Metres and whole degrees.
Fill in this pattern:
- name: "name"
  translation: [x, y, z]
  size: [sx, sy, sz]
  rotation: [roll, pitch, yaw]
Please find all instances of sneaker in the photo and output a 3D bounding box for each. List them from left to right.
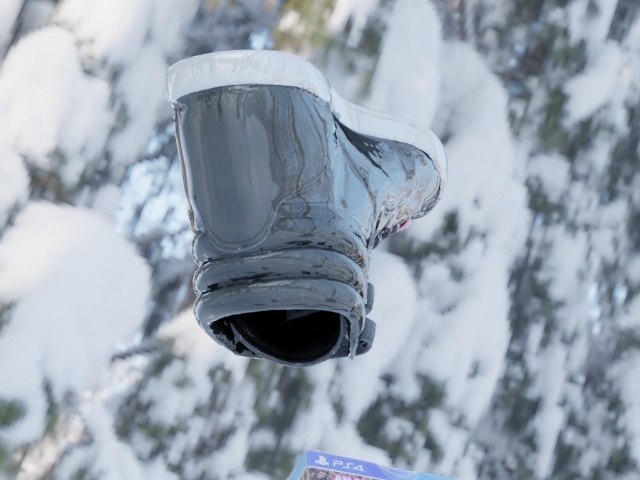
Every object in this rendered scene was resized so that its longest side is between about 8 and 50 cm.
- name: "sneaker"
  translation: [-0.001, 0.000, 0.907]
  size: [0.104, 0.147, 0.296]
  rotation: [-6, -10, 20]

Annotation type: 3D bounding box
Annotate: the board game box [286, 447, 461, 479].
- name: "board game box"
  translation: [0.075, 0.402, 1.823]
  size: [0.232, 0.291, 0.141]
  rotation: [14, -51, -19]
